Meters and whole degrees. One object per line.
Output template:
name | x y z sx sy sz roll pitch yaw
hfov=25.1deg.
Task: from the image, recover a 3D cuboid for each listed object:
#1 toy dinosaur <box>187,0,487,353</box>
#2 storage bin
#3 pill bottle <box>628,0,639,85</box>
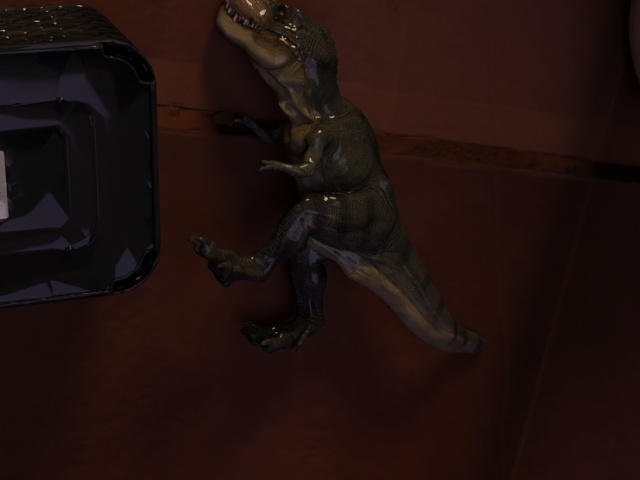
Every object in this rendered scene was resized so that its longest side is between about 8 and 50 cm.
toy dinosaur | 0.000 0.000 0.758 0.118 0.064 0.268 -38 122 -11
storage bin | -0.171 -0.037 0.661 0.180 0.084 0.122 -6 112 -18
pill bottle | 0.271 -0.122 0.786 0.184 0.103 0.103 -14 115 -15
